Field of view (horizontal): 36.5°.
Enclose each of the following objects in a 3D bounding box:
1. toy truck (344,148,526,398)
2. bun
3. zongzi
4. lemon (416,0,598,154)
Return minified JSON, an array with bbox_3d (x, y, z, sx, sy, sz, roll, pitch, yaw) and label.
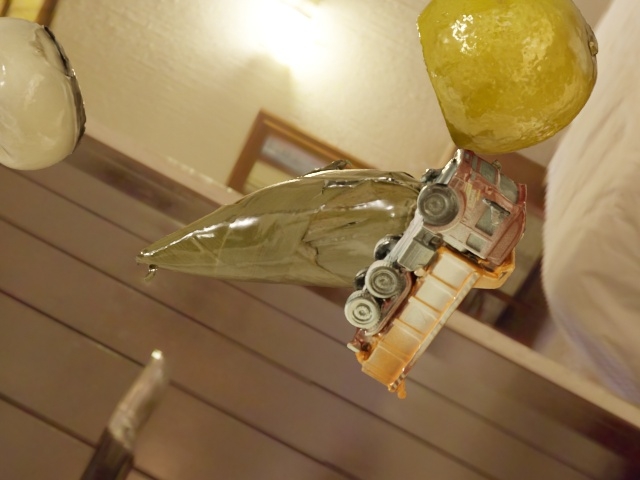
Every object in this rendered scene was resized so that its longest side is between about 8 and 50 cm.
[{"bbox_3d":[0.126,0.036,1.093,0.270,0.135,0.114,-58,3,23],"label":"toy truck"},{"bbox_3d":[-0.349,-0.157,1.081,0.120,0.172,0.173,-23,-22,-28],"label":"bun"},{"bbox_3d":[0.000,0.000,1.368,0.447,0.418,0.181,5,108,61],"label":"zongzi"},{"bbox_3d":[0.255,-0.239,1.285,0.240,0.219,0.240,-15,-90,-76],"label":"lemon"}]
